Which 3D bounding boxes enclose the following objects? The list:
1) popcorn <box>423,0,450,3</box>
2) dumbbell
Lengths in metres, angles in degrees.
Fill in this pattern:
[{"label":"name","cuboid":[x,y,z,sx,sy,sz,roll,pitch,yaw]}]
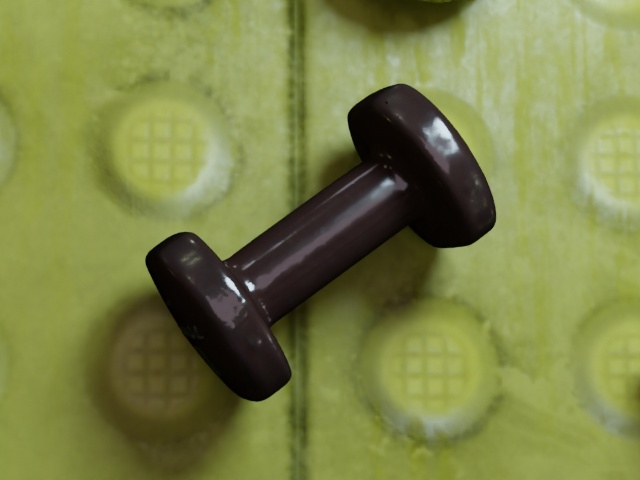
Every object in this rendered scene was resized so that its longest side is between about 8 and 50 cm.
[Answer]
[{"label":"popcorn","cuboid":[0.089,-0.243,0.989,0.135,0.162,0.141,-24,125,-42]},{"label":"dumbbell","cuboid":[0.000,0.000,0.928,0.225,0.140,0.124,-36,97,-12]}]
